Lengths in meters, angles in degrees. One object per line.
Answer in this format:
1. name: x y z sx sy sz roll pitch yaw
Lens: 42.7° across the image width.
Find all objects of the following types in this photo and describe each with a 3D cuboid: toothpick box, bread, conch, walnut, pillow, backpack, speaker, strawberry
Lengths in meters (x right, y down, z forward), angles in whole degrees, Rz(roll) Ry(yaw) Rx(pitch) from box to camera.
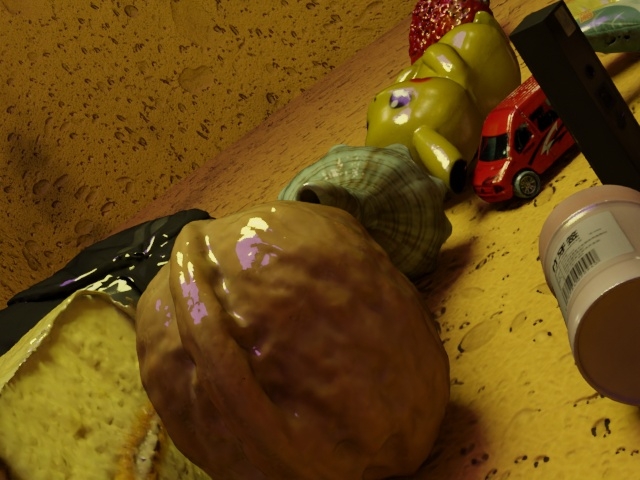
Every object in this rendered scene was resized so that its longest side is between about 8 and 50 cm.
1. toothpick box: 0.211 0.032 0.567 0.098 0.098 0.149 -33 17 18
2. bread: -0.150 0.181 0.649 0.198 0.263 0.236 -47 15 -13
3. conch: 0.022 -0.024 0.875 0.203 0.169 0.386 -54 -31 9
4. walnut: -0.025 0.087 0.651 0.224 0.257 0.257 -34 16 15
5. pillow: 0.365 -0.260 0.978 0.214 0.086 0.233 -12 18 -1
6. backpack: -0.303 0.146 1.122 0.446 0.254 0.363 -33 10 -39
7. speaker: 0.249 -0.128 0.758 0.040 0.191 0.046 -47 19 -29
8. strawberry: 0.247 -0.407 1.592 0.201 0.187 0.184 -49 -24 22

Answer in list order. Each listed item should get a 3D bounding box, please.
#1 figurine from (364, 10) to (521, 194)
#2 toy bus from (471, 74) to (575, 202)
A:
1. figurine: 0.155 -0.156 1.104 0.327 0.169 0.218 -47 2 -37
2. toy bus: 0.247 -0.128 0.950 0.195 0.089 0.081 -42 16 -12
